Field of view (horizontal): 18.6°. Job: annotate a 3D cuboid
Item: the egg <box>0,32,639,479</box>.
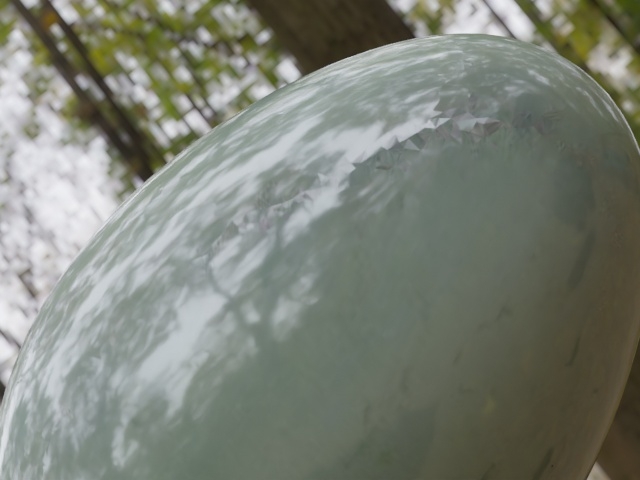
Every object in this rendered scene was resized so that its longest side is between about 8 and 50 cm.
[{"bbox_3d":[0.003,0.047,0.652,0.264,0.183,0.183,-50,-14,10],"label":"egg"}]
